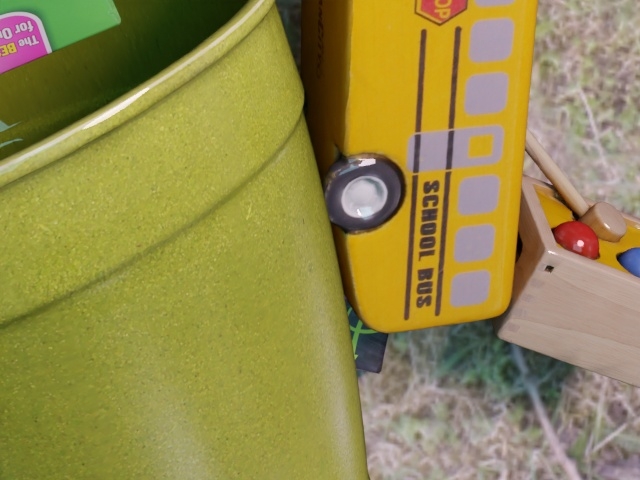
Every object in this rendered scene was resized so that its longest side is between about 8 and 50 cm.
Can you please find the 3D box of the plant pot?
[{"bbox_3d":[-0.129,0.073,0.965,0.366,0.366,0.353,-27,110,-11],"label":"plant pot"}]

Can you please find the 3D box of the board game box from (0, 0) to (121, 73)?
[{"bbox_3d":[-0.295,-0.158,0.934,0.316,0.064,0.242,-23,55,-1],"label":"board game box"}]

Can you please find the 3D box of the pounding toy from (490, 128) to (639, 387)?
[{"bbox_3d":[0.168,0.003,1.131,0.130,0.141,0.100,20,116,-15],"label":"pounding toy"}]

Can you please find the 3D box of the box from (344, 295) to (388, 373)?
[{"bbox_3d":[0.000,0.000,1.134,0.116,0.029,0.162,11,90,-15],"label":"box"}]

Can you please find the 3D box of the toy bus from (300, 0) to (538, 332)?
[{"bbox_3d":[0.053,-0.110,1.001,0.130,0.108,0.333,-7,122,-13],"label":"toy bus"}]
